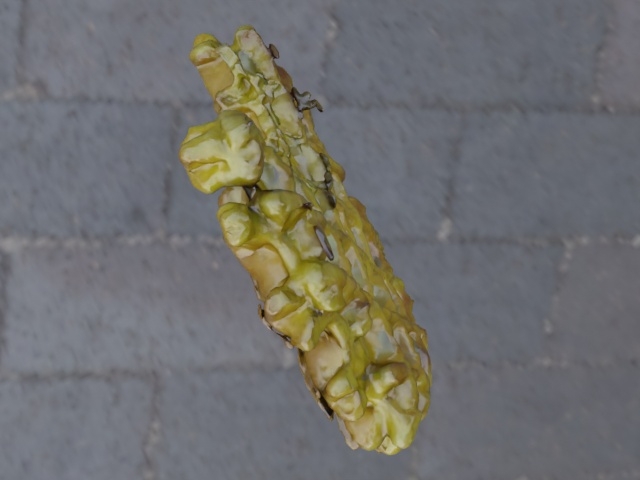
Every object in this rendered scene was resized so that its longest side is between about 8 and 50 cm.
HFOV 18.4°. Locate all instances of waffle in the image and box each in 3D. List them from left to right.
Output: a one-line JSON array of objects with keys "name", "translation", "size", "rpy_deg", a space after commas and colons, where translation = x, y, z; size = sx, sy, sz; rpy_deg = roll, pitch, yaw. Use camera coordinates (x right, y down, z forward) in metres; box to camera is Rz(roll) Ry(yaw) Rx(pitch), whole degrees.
[{"name": "waffle", "translation": [0.000, 0.000, 1.199], "size": [0.069, 0.293, 0.259], "rpy_deg": [-27, 111, 9]}]
